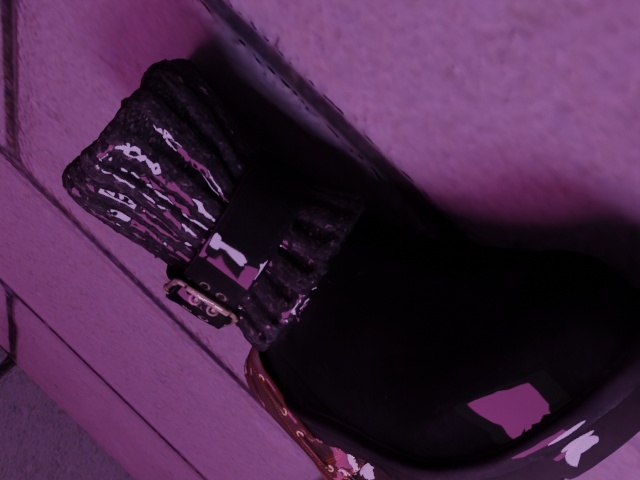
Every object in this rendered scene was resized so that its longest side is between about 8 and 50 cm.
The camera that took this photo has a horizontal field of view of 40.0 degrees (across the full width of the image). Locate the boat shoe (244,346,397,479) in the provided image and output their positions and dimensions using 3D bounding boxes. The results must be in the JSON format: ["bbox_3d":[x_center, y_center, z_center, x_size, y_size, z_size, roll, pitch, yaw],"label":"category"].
[{"bbox_3d":[0.016,0.158,0.736,0.207,0.073,0.073,37,154,13],"label":"boat shoe"}]

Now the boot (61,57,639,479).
[{"bbox_3d":[-0.003,0.003,0.482,0.260,0.131,0.348,51,153,-13],"label":"boot"}]
